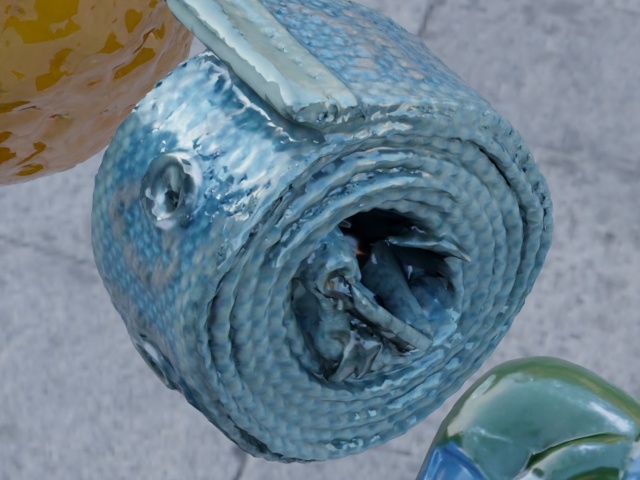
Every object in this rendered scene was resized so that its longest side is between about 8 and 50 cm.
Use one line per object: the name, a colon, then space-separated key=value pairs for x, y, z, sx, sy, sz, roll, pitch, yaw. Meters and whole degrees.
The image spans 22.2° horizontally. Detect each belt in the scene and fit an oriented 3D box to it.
belt: x=0.004 y=0.003 z=0.520 sx=0.163 sy=0.148 sz=0.082 roll=1 pitch=34 yaw=-47

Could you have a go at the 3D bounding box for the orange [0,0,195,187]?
orange: x=-0.193 y=-0.186 z=0.700 sx=0.293 sy=0.341 sz=0.341 roll=-4 pitch=46 yaw=-17

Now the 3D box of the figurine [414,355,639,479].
figurine: x=0.156 y=0.145 z=0.743 sx=0.234 sy=0.127 sz=0.185 roll=22 pitch=49 yaw=26
